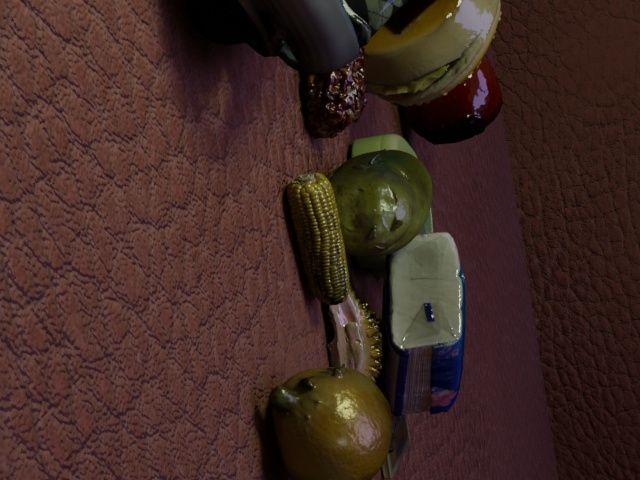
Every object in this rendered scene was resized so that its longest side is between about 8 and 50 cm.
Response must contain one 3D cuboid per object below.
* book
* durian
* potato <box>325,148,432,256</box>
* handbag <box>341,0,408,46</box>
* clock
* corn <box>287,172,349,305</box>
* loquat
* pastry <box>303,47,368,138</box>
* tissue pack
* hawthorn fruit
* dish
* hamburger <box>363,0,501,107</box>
[{"bbox_3d":[0.114,0.266,2.056,0.170,0.018,0.241,-44,126,-68],"label":"book"},{"bbox_3d":[0.056,0.129,1.813,0.140,0.078,0.224,-54,137,-66],"label":"durian"},{"bbox_3d":[0.083,-0.063,1.824,0.248,0.169,0.143,-47,159,-56],"label":"potato"},{"bbox_3d":[0.074,-0.492,1.496,0.416,0.180,0.316,-49,115,-15],"label":"handbag"},{"bbox_3d":[0.134,-0.035,2.095,0.308,0.096,0.235,42,44,-65],"label":"clock"},{"bbox_3d":[0.000,0.000,1.698,0.072,0.072,0.203,-61,142,-62],"label":"corn"},{"bbox_3d":[0.009,0.236,1.517,0.204,0.149,0.172,43,37,-34],"label":"loquat"},{"bbox_3d":[0.021,-0.261,1.821,0.115,0.097,0.208,23,63,-59],"label":"pastry"},{"bbox_3d":[0.168,0.142,1.923,0.269,0.137,0.209,88,3,-58],"label":"tissue pack"},{"bbox_3d":[0.252,-0.316,2.405,0.215,0.215,0.249,-51,124,-67],"label":"hawthorn fruit"},{"bbox_3d":[-0.088,-0.284,1.401,0.273,0.134,0.273,50,-4,5],"label":"dish"},{"bbox_3d":[0.163,-0.365,2.007,0.176,0.300,0.300,42,42,-42],"label":"hamburger"}]
